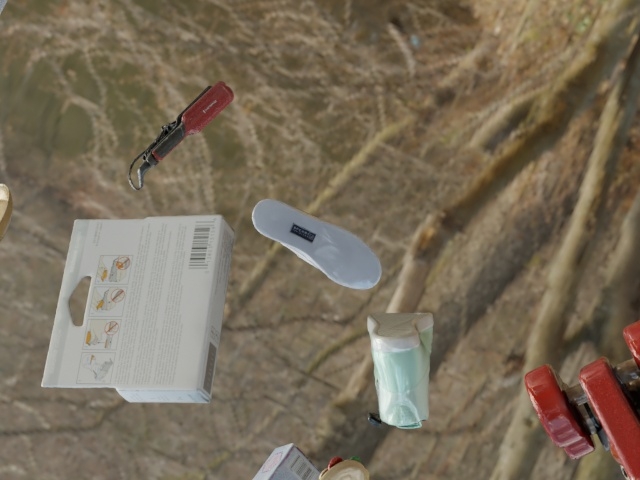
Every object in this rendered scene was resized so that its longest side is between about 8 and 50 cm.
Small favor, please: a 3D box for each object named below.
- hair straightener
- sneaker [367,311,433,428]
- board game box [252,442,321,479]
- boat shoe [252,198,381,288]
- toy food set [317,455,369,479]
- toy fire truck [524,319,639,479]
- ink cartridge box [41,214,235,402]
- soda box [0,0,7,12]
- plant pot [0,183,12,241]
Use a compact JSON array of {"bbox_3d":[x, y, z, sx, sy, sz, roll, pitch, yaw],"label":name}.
[{"bbox_3d":[-0.236,-0.168,1.992,0.047,0.230,0.089,45,159,-19],"label":"hair straightener"},{"bbox_3d":[0.113,0.185,1.735,0.094,0.151,0.256,-3,-173,10],"label":"sneaker"},{"bbox_3d":[-0.038,0.548,1.935,0.318,0.318,0.066,48,144,-11],"label":"board game box"},{"bbox_3d":[0.000,0.000,2.189,0.258,0.095,0.084,34,-174,6],"label":"boat shoe"},{"bbox_3d":[0.024,0.305,1.510,0.020,0.083,0.082,34,164,47],"label":"toy food set"},{"bbox_3d":[0.386,0.254,1.481,0.254,0.169,0.302,68,-168,23],"label":"toy fire truck"},{"bbox_3d":[-0.261,0.098,1.768,0.239,0.275,0.060,-1,154,16],"label":"ink cartridge box"},{"bbox_3d":[-0.559,-0.277,1.796,0.091,0.286,0.098,29,166,-23],"label":"soda box"},{"bbox_3d":[-0.644,-0.001,2.243,0.032,0.236,0.236,42,166,-31],"label":"plant pot"}]
